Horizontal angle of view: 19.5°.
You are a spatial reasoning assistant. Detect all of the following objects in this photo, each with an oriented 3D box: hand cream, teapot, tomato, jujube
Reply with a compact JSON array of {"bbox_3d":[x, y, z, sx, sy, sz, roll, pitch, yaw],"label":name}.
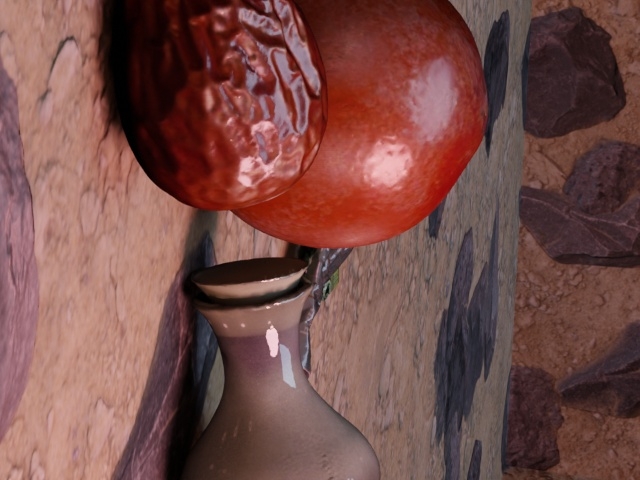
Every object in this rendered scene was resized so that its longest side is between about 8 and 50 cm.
[{"bbox_3d":[0.005,0.049,1.986,0.075,0.052,0.247,76,35,-58],"label":"hand cream"},{"bbox_3d":[-0.046,0.145,1.663,0.183,0.184,0.250,-40,125,-72],"label":"teapot"},{"bbox_3d":[0.024,-0.122,1.634,0.265,0.265,0.264,7,90,-78],"label":"tomato"},{"bbox_3d":[-0.082,-0.139,1.394,0.168,0.168,0.236,-60,137,-61],"label":"jujube"}]

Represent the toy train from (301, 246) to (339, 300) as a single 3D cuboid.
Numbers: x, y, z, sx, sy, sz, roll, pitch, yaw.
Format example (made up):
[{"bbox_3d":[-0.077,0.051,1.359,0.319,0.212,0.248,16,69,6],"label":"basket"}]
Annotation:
[{"bbox_3d":[0.000,0.000,2.068,0.071,0.038,0.148,-61,156,-59],"label":"toy train"}]
